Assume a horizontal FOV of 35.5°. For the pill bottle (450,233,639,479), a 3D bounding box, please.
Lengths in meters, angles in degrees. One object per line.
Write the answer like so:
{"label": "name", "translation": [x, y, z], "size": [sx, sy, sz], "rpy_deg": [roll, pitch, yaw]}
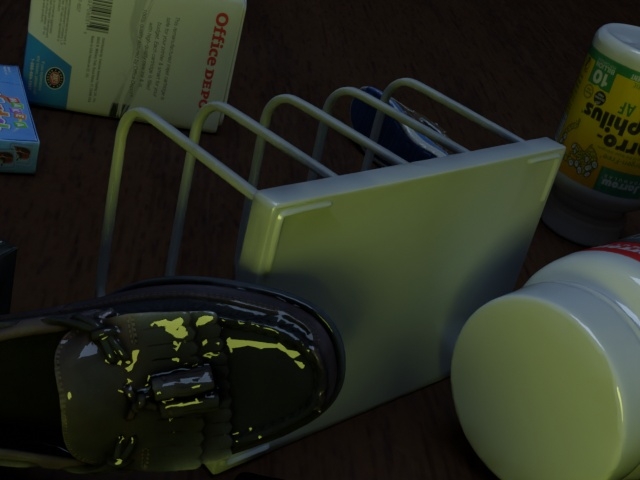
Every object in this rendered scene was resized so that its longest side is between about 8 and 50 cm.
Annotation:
{"label": "pill bottle", "translation": [0.237, 0.077, 0.724], "size": [0.283, 0.161, 0.161], "rpy_deg": [-12, 39, -41]}

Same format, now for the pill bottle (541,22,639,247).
{"label": "pill bottle", "translation": [0.299, -0.102, 1.015], "size": [0.117, 0.208, 0.117], "rpy_deg": [13, 29, -7]}

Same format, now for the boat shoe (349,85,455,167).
{"label": "boat shoe", "translation": [0.101, -0.101, 1.072], "size": [0.066, 0.066, 0.183], "rpy_deg": [-6, 45, -42]}

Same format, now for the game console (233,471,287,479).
{"label": "game console", "translation": [-0.110, 0.171, 0.491], "size": [0.361, 0.044, 0.213], "rpy_deg": [12, 18, 4]}

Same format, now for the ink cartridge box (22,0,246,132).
{"label": "ink cartridge box", "translation": [-0.190, -0.205, 1.011], "size": [0.203, 0.148, 0.086], "rpy_deg": [8, 28, -17]}

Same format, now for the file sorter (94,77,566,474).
{"label": "file sorter", "translation": [0.000, 0.000, 0.712], "size": [0.277, 0.193, 0.173], "rpy_deg": [-14, 38, -42]}

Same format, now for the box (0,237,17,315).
{"label": "box", "translation": [-0.256, 0.020, 0.677], "size": [0.083, 0.062, 0.052], "rpy_deg": [26, 30, 17]}

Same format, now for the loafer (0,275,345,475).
{"label": "loafer", "translation": [-0.140, 0.083, 0.523], "size": [0.302, 0.109, 0.095], "rpy_deg": [-2, 12, 10]}

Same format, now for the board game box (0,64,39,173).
{"label": "board game box", "translation": [-0.368, -0.117, 0.883], "size": [0.211, 0.039, 0.160], "rpy_deg": [1, 33, -24]}
